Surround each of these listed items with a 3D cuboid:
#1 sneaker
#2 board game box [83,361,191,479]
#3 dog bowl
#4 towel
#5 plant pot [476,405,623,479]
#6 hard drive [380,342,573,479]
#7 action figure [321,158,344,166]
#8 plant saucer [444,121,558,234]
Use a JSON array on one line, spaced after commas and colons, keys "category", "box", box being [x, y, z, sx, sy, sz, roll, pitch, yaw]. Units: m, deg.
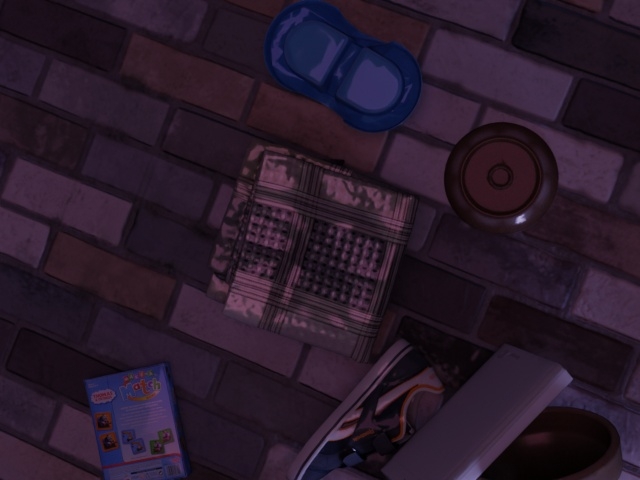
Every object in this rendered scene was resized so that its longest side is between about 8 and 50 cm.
[{"category": "sneaker", "box": [0.081, 0.328, 1.757, 0.127, 0.126, 0.321, 42, 95, 14]}, {"category": "board game box", "box": [-0.338, 0.344, 1.876, 0.160, 0.039, 0.211, -13, 88, 10]}, {"category": "dog bowl", "box": [0.043, -0.303, 1.797, 0.297, 0.074, 0.166, 32, 95, 10]}, {"category": "towel", "box": [-0.025, 0.017, 1.725, 0.324, 0.056, 0.312, 20, 103, 13]}, {"category": "plant pot", "box": [0.372, 0.432, 1.659, 0.263, 0.263, 0.229, -11, 104, 10]}, {"category": "hard drive", "box": [0.247, 0.302, 1.652, 0.307, 0.203, 0.040, -44, 105, -9]}, {"category": "action figure", "box": [0.000, 0.000, 1.795, 0.185, 0.099, 0.285, -2, 93, 3]}, {"category": "plant saucer", "box": [0.313, -0.109, 1.766, 0.198, 0.036, 0.198, 0, 90, 11]}]
